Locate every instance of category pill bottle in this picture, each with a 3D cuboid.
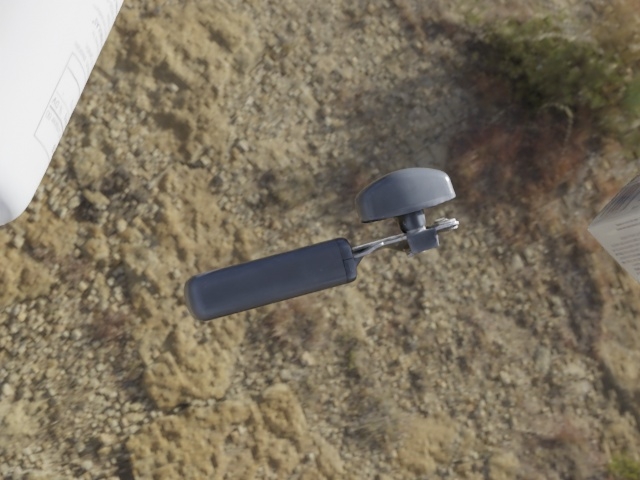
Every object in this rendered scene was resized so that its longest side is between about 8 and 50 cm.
[{"bbox_3d":[-0.193,-0.075,0.488,0.131,0.131,0.229,27,70,-23],"label":"pill bottle"}]

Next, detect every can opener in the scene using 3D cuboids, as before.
[{"bbox_3d":[0.000,0.000,0.966,0.284,0.076,0.095,-15,89,-11],"label":"can opener"}]

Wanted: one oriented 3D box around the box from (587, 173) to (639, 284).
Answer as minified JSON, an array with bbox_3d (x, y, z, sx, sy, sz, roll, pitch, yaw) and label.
[{"bbox_3d":[0.303,0.007,0.774,0.072,0.126,0.137,-44,91,-9],"label":"box"}]
